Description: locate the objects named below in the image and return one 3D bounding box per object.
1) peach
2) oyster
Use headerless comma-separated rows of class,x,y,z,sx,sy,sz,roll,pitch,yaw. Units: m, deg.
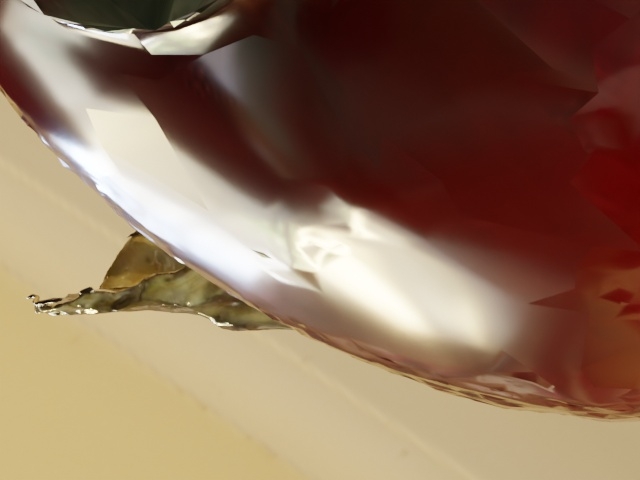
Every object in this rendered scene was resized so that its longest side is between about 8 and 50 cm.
peach,0.047,-0.128,0.505,0.406,0.310,0.335,46,-58,16
oyster,-0.001,0.002,0.907,0.294,0.166,0.094,-17,-69,-10
